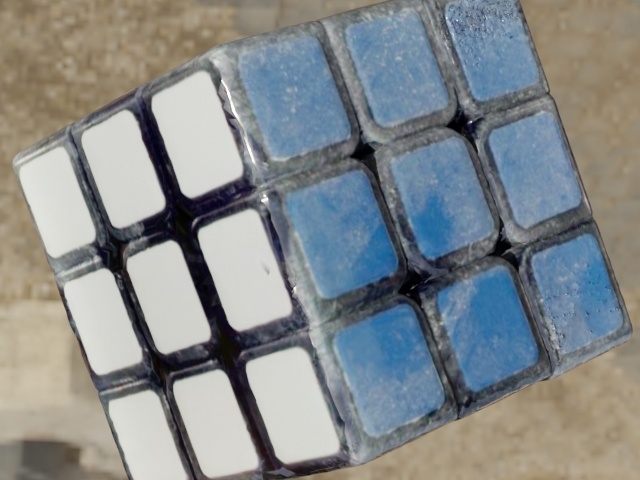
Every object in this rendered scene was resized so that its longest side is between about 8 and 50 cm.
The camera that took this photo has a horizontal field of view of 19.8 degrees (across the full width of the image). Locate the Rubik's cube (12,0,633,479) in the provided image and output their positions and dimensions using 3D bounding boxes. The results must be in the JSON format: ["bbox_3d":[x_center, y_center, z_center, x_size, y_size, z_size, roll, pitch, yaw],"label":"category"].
[{"bbox_3d":[0.000,0.000,1.388,0.305,0.301,0.303,-19,180,-40],"label":"Rubik's cube"}]
